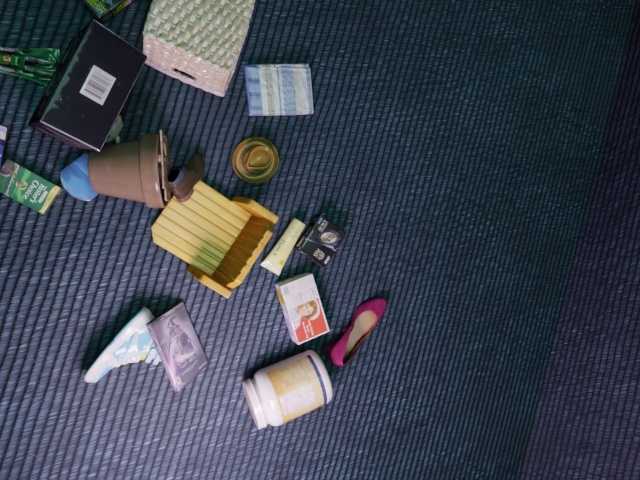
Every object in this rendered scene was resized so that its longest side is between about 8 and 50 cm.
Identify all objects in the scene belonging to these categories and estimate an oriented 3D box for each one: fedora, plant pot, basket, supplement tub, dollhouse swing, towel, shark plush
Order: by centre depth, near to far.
[{"bbox_3d":[-0.662,-0.241,1.523,0.229,0.263,0.263,-2,93,-11],"label":"plant pot"},{"bbox_3d":[-0.432,-0.758,1.574,0.328,0.266,0.331,20,83,-20],"label":"basket"},{"bbox_3d":[-0.754,-0.422,1.576,0.067,0.073,0.161,16,91,9],"label":"shark plush"},{"bbox_3d":[-0.406,-0.038,1.616,0.305,0.315,0.347,38,79,-29],"label":"dollhouse swing"},{"bbox_3d":[-0.252,-0.324,1.758,0.194,0.079,0.194,-1,93,-20],"label":"fedora"},{"bbox_3d":[-0.134,0.597,1.763,0.316,0.228,0.228,-18,98,-19],"label":"supplement tub"},{"bbox_3d":[-0.168,-0.618,1.804,0.285,0.034,0.209,-8,97,-19],"label":"towel"}]

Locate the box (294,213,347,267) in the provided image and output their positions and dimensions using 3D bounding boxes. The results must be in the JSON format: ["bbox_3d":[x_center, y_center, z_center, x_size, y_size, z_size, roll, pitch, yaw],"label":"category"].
[{"bbox_3d":[0.000,0.000,1.870,0.147,0.077,0.180,37,79,-19],"label":"box"}]

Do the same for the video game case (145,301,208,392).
[{"bbox_3d":[-0.528,0.391,1.640,0.026,0.196,0.274,-15,101,23],"label":"video game case"}]

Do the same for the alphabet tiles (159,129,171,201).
[{"bbox_3d":[-0.555,-0.260,1.581,0.009,0.198,0.237,-2,93,-12],"label":"alphabet tiles"}]

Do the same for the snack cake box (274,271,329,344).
[{"bbox_3d":[-0.077,0.281,1.847,0.152,0.089,0.264,-19,99,-21],"label":"snack cake box"}]

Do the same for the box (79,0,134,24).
[{"bbox_3d":[-0.788,-0.939,1.536,0.216,0.060,0.270,-45,106,-13],"label":"box"}]

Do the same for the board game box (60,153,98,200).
[{"bbox_3d":[-0.829,-0.224,1.563,0.133,0.033,0.169,48,66,-18],"label":"board game box"}]

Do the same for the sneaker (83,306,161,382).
[{"bbox_3d":[-0.679,0.424,1.601,0.208,0.127,0.319,44,78,-16],"label":"sneaker"}]

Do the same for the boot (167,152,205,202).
[{"bbox_3d":[-0.494,-0.259,1.623,0.082,0.106,0.219,6,63,13],"label":"boot"}]

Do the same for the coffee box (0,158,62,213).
[{"bbox_3d":[-0.999,-0.182,1.495,0.184,0.040,0.113,34,81,-19],"label":"coffee box"}]

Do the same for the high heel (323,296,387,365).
[{"bbox_3d":[0.185,0.396,1.903,0.377,0.181,0.127,-46,107,-13],"label":"high heel"}]

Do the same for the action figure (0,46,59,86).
[{"bbox_3d":[-1.010,-0.596,1.467,0.232,0.063,0.137,5,93,-18],"label":"action figure"}]

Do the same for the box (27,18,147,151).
[{"bbox_3d":[-0.757,-0.479,1.413,0.179,0.312,0.343,28,81,-39],"label":"box"}]

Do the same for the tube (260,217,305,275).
[{"bbox_3d":[-0.147,0.023,1.827,0.070,0.062,0.240,30,85,21],"label":"tube"}]

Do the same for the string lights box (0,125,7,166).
[{"bbox_3d":[-1.109,-0.251,1.406,0.133,0.077,0.260,8,89,8],"label":"string lights box"}]
